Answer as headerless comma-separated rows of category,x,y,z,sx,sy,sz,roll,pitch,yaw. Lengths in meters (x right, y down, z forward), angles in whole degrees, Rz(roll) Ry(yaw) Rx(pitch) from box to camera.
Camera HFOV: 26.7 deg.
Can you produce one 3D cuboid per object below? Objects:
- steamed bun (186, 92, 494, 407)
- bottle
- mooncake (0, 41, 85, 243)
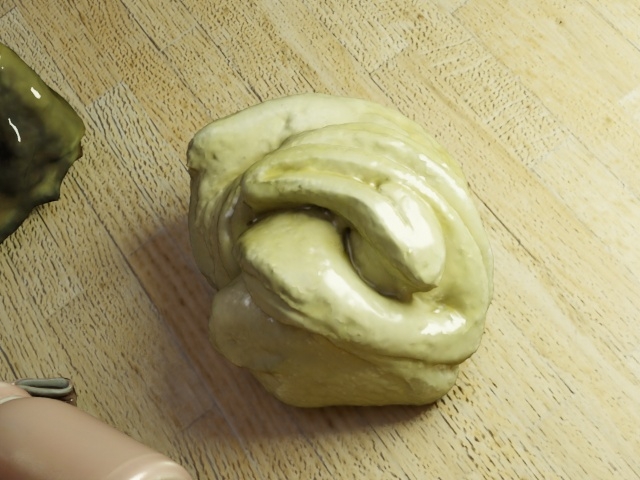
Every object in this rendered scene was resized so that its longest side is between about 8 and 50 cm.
steamed bun,0.005,0.001,1.427,0.325,0.230,0.372,-29,59,14
bottle,-0.279,0.253,1.448,0.297,0.173,0.206,21,40,33
mooncake,-0.492,-0.070,1.663,0.394,0.246,0.393,-20,57,8
